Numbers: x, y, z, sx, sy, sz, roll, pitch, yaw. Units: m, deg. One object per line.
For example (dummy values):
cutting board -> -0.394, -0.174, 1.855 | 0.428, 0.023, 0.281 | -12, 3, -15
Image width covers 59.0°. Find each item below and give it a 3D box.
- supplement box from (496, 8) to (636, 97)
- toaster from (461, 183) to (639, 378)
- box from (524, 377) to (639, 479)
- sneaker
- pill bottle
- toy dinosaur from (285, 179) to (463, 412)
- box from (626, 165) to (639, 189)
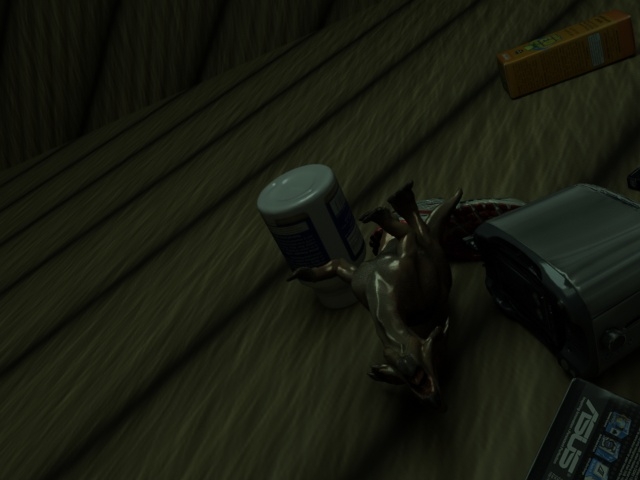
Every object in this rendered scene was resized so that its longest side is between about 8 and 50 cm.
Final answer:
supplement box -> 0.466, -0.357, 1.087 | 0.233, 0.080, 0.078 | -20, 28, 15
toaster -> 0.268, 0.028, 0.599 | 0.146, 0.129, 0.227 | -25, 28, -5
box -> 0.183, 0.239, 0.289 | 0.216, 0.060, 0.270 | 21, 81, 51
sneaker -> 0.180, -0.029, 0.790 | 0.225, 0.088, 0.093 | -5, 33, 30
pill bottle -> 0.000, 0.000, 0.783 | 0.112, 0.187, 0.112 | -19, 31, 12
toy dinosaur -> 0.104, 0.056, 0.650 | 0.127, 0.200, 0.295 | -37, 2, 44
box -> 0.457, -0.090, 0.738 | 0.083, 0.018, 0.067 | -35, 31, -14
